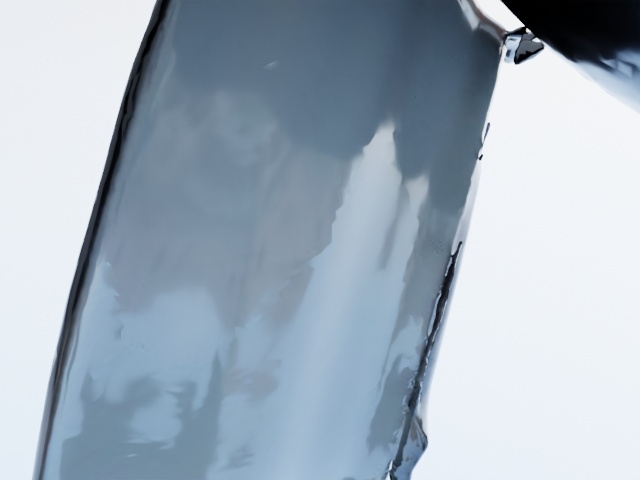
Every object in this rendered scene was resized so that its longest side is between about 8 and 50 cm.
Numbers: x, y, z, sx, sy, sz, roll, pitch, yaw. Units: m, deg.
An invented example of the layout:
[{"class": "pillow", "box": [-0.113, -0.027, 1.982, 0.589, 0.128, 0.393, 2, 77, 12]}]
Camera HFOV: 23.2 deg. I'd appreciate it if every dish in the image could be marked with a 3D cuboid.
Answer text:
[{"class": "dish", "box": [0.000, 0.000, 0.533, 0.106, 0.316, 0.316, 16, -159, 3]}]

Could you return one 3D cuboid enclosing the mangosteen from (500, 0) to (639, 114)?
[{"class": "mangosteen", "box": [0.204, -0.204, 0.391, 0.435, 0.382, 0.382, -3, -161, 36]}]
